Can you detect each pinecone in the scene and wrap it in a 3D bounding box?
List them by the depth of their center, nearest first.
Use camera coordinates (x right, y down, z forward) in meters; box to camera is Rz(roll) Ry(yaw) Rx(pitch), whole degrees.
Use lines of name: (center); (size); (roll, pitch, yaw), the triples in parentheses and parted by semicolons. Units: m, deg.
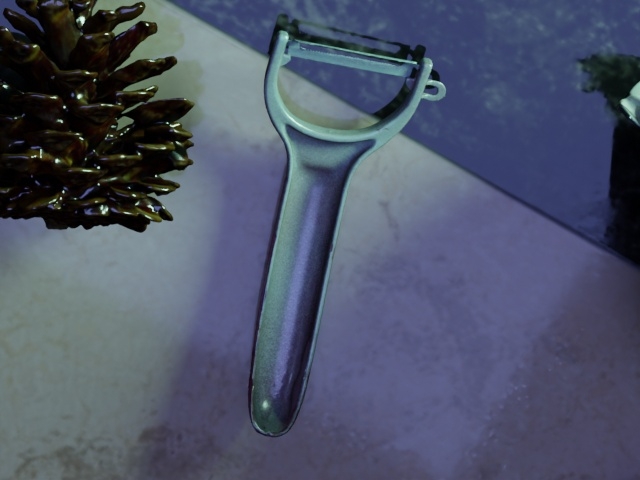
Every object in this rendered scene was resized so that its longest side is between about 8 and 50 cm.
pinecone: (-0.159, -0.089, 1.304); (0.163, 0.163, 0.165); (2, 90, -1)

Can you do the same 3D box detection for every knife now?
knife: (0.000, 0.000, 1.372); (0.123, 0.053, 0.278); (11, 104, -8)

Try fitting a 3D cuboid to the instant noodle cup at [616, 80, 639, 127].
instant noodle cup: (0.321, 0.027, 1.301); (0.302, 0.258, 0.181); (27, 121, 27)
